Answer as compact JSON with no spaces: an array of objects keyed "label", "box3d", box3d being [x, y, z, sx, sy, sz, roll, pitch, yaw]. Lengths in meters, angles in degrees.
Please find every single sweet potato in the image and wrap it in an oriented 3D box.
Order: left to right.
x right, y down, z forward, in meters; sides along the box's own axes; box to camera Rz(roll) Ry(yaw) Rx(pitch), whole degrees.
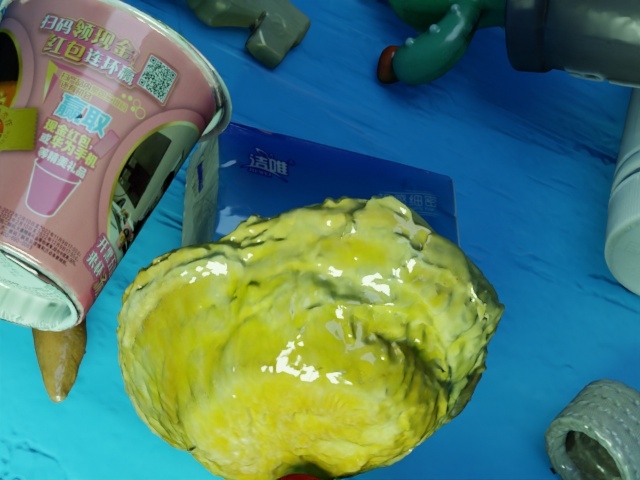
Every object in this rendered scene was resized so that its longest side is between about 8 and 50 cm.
[{"label":"sweet potato","box3d":[-0.239,0.062,1.384,0.058,0.055,0.202,32,48,-32]}]

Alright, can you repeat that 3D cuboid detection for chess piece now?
[{"label":"chess piece","box3d":[-0.104,-0.276,1.651,0.200,0.090,0.090,36,51,-15]}]

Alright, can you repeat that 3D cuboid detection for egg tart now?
[{"label":"egg tart","box3d":[-0.008,0.122,1.270,0.351,0.339,0.153,-9,50,12]}]

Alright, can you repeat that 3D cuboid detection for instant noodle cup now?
[{"label":"instant noodle cup","box3d":[-0.235,-0.064,1.328,0.244,0.244,0.255,27,63,-7]}]

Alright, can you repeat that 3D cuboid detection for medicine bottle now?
[{"label":"medicine bottle","box3d":[0.441,-0.096,1.707,0.190,0.190,0.332,26,53,-8]}]

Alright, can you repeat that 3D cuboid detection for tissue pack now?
[{"label":"tissue pack","box3d":[0.000,0.000,1.479,0.269,0.137,0.209,13,54,-16]}]

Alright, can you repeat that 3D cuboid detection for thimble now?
[{"label":"thimble","box3d":[0.295,0.207,1.508,0.090,0.102,0.115,-36,108,-37]}]

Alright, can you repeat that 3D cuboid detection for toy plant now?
[{"label":"toy plant","box3d":[0.223,-0.279,1.691,0.400,0.185,0.279,16,79,22]}]

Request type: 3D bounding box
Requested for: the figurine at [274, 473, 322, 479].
[{"label":"figurine","box3d":[0.045,0.367,1.229,0.261,0.211,0.270,20,82,29]}]
